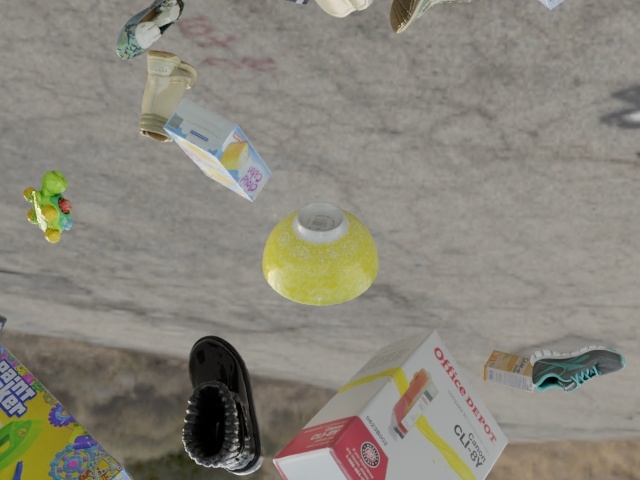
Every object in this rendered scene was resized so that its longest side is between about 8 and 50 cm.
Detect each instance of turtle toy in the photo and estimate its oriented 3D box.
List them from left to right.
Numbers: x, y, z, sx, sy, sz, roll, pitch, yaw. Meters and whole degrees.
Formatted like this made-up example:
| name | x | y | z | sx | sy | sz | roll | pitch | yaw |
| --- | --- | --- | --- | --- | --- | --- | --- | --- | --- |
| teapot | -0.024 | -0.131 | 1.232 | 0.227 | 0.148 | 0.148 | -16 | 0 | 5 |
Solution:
| name | x | y | z | sx | sy | sz | roll | pitch | yaw |
| --- | --- | --- | --- | --- | --- | --- | --- | --- | --- |
| turtle toy | -0.479 | -0.064 | 1.575 | 0.066 | 0.130 | 0.095 | -25 | -132 | -33 |

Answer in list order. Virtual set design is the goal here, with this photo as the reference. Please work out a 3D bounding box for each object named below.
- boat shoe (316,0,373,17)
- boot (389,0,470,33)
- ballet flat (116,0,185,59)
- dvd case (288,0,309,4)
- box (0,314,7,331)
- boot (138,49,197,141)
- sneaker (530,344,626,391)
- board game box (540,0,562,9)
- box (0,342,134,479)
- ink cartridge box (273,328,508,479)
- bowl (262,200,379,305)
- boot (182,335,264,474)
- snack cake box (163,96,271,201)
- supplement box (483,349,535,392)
| name | x | y | z | sx | sy | sz | roll | pitch | yaw |
| --- | --- | --- | --- | --- | --- | --- | --- | --- | --- |
| boat shoe | 0.070 | -0.632 | 2.194 | 0.116 | 0.097 | 0.324 | 50 | 170 | -22 |
| boot | 0.261 | -0.546 | 1.982 | 0.165 | 0.077 | 0.213 | -10 | 154 | -30 |
| ballet flat | -0.326 | -0.420 | 1.722 | 0.070 | 0.188 | 0.070 | 20 | 146 | 14 |
| dvd case | -0.097 | -0.482 | 1.514 | 0.221 | 0.018 | 0.164 | 5 | 152 | -22 |
| box | -0.575 | 0.154 | 1.481 | 0.067 | 0.083 | 0.018 | 28 | 178 | -25 |
| boot | -0.373 | -0.340 | 2.159 | 0.095 | 0.204 | 0.262 | 8 | -179 | 3 |
| sneaker | 0.435 | 0.226 | 1.505 | 0.166 | 0.076 | 0.065 | -13 | 128 | 36 |
| board game box | 0.287 | -0.329 | 1.065 | 0.090 | 0.090 | 0.020 | -35 | 135 | 6 |
| box | -0.353 | 0.287 | 0.892 | 0.290 | 0.279 | 0.177 | 31 | 151 | 38 |
| ink cartridge box | 0.141 | 0.380 | 1.599 | 0.160 | 0.279 | 0.384 | -28 | -172 | 43 |
| bowl | 0.000 | 0.000 | 2.127 | 0.289 | 0.289 | 0.156 | 3 | 132 | 4 |
| boot | -0.231 | 0.336 | 1.921 | 0.131 | 0.348 | 0.260 | -27 | 154 | 4 |
| snack cake box | -0.226 | -0.201 | 1.997 | 0.152 | 0.089 | 0.264 | 28 | 170 | 22 |
| supplement box | 0.367 | 0.248 | 1.686 | 0.098 | 0.036 | 0.062 | 11 | -150 | 25 |
